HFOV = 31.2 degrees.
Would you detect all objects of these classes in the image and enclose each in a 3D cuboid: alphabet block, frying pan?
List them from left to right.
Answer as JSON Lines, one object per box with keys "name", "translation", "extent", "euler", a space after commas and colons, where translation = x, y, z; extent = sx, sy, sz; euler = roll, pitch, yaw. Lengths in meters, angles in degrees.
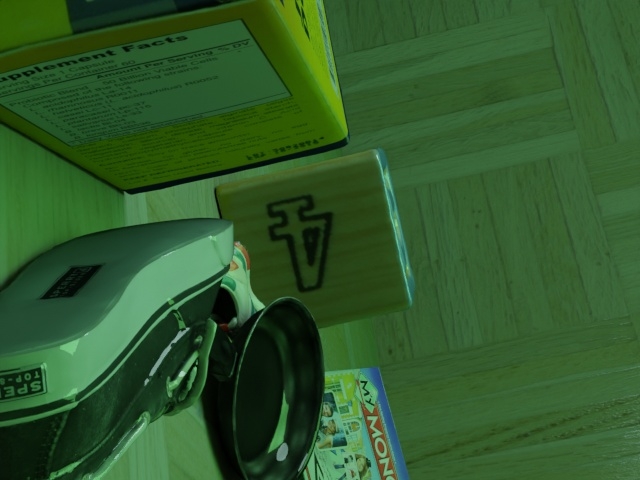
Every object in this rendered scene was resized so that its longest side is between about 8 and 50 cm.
{"name": "frying pan", "translation": [-0.075, 0.151, 1.074], "extent": [0.326, 0.053, 0.197], "euler": [6, 87, -64]}
{"name": "alphabet block", "translation": [0.000, 0.000, 1.402], "extent": [0.192, 0.197, 0.194], "euler": [-30, 107, -83]}

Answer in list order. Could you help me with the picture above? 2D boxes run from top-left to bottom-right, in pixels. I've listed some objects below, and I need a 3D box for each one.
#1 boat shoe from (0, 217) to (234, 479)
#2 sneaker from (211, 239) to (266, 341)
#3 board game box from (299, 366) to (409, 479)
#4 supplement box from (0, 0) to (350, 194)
{"name": "boat shoe", "translation": [-0.115, 0.062, 0.665], "extent": [0.306, 0.113, 0.105], "euler": [-69, 153, -74]}
{"name": "sneaker", "translation": [-0.091, 0.077, 1.157], "extent": [0.075, 0.057, 0.161], "euler": [-69, 153, -45]}
{"name": "board game box", "translation": [0.037, 0.308, 1.318], "extent": [0.213, 0.046, 0.317], "euler": [3, 68, -55]}
{"name": "supplement box", "translation": [-0.109, -0.173, 0.776], "extent": [0.356, 0.194, 0.195], "euler": [45, 33, -79]}
